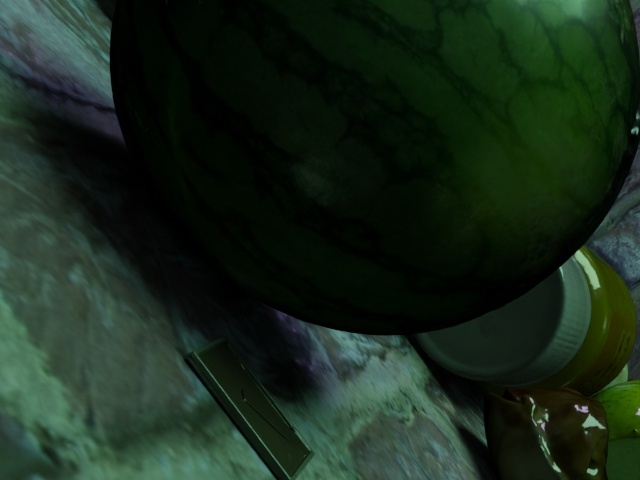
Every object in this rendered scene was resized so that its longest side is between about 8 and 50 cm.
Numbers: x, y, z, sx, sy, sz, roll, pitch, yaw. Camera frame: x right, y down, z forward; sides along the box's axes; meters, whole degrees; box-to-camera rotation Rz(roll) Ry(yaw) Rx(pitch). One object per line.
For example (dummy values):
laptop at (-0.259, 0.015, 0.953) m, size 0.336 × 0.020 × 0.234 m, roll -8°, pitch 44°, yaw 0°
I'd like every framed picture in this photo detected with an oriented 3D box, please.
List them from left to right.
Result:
framed picture at (-0.037, 0.094, 0.575) m, size 0.089 × 0.006 × 0.066 m, roll 52°, pitch 9°, yaw 4°

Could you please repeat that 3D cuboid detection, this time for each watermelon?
watermelon at (0.031, -0.108, 0.684) m, size 0.363 × 0.363 × 0.363 m, roll 49°, pitch 10°, yaw -11°

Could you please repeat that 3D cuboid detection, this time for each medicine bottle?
medicine bottle at (0.261, 0.092, 1.299) m, size 0.224 × 0.224 × 0.384 m, roll 55°, pitch 15°, yaw 22°

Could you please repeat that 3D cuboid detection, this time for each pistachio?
pistachio at (0.236, 0.211, 1.047) m, size 0.165 × 0.130 × 0.210 m, roll 51°, pitch 1°, yaw 17°

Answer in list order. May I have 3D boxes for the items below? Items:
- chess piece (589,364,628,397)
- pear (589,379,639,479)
chess piece at (0.478, 0.233, 1.940) m, size 0.176 × 0.175 × 0.298 m, roll 55°, pitch 11°, yaw 27°
pear at (0.488, 0.329, 1.455) m, size 0.342 × 0.238 × 0.318 m, roll 50°, pitch 18°, yaw -5°
